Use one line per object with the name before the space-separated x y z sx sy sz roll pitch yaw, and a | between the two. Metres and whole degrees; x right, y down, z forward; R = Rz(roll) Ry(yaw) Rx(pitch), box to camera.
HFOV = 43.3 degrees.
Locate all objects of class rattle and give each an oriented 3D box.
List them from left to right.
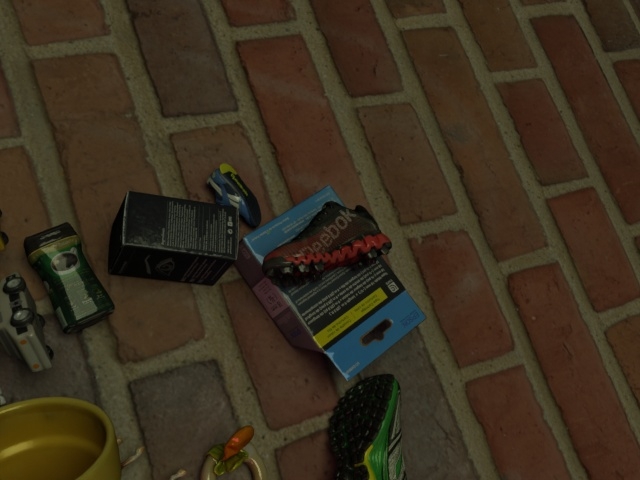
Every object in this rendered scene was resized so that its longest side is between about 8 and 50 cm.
rattle | -0.119 0.432 1.369 0.130 0.143 0.199 16 52 -44

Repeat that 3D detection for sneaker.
sneaker | -0.172 -0.084 1.615 0.144 0.059 0.053 56 25 -13
sneaker | 0.000 0.000 1.503 0.276 0.097 0.135 -15 76 -32
sneaker | 0.097 0.410 1.502 0.146 0.134 0.343 39 50 -36

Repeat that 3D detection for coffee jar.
coffee jar | -0.441 0.063 1.406 0.096 0.079 0.184 -24 81 -28

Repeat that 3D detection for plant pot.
plant pot | -0.406 0.395 1.167 0.254 0.254 0.238 -20 118 -30

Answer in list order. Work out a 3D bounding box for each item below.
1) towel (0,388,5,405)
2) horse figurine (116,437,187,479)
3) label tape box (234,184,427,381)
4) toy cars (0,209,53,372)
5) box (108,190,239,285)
towel | -0.653 0.201 1.215 0.284 0.121 0.235 -23 86 -29
horse figurine | -0.307 0.433 1.321 0.263 0.066 0.174 36 52 -10
label tape box | 0.013 0.091 1.591 0.241 0.106 0.333 -33 85 -32
toy cars | -0.541 0.046 1.321 0.087 0.176 0.393 -23 79 -14
box | -0.270 0.000 1.469 0.207 0.153 0.108 9 65 -22
